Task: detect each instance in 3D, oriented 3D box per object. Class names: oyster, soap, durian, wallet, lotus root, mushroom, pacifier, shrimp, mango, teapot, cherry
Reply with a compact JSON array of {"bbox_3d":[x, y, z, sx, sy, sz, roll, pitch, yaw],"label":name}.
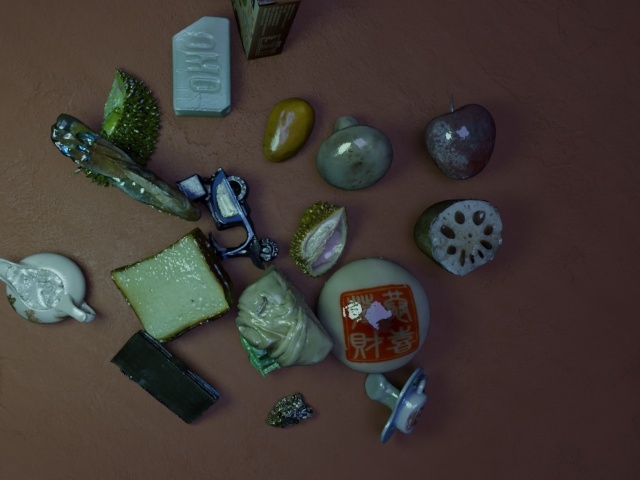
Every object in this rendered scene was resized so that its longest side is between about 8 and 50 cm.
[{"bbox_3d":[-0.106,0.559,1.609,0.148,0.051,0.103,-33,89,0],"label":"oyster"},{"bbox_3d":[-0.363,-0.529,1.537,0.173,0.095,0.289,0,90,-12],"label":"soap"},{"bbox_3d":[-0.011,-0.005,1.594,0.138,0.183,0.249,23,88,26],"label":"durian"},{"bbox_3d":[-0.466,0.415,1.508,0.317,0.044,0.169,42,114,-7],"label":"wallet"},{"bbox_3d":[0.440,-0.022,1.658,0.272,0.192,0.271,-2,97,-20],"label":"lotus root"},{"bbox_3d":[0.104,-0.288,1.595,0.244,0.243,0.243,0,90,-12],"label":"mushroom"},{"bbox_3d":[0.236,0.511,1.639,0.207,0.227,0.278,26,106,22],"label":"pacifier"},{"bbox_3d":[-0.523,-0.179,1.364,0.446,0.221,0.109,33,80,-14],"label":"shrimp"},{"bbox_3d":[-0.107,-0.350,1.585,0.147,0.109,0.227,38,81,-33],"label":"mango"},{"bbox_3d":[-0.593,-0.321,1.503,0.170,0.157,0.355,18,85,25],"label":"durian"},{"bbox_3d":[-0.773,0.142,1.429,0.298,0.139,0.204,29,82,-10],"label":"teapot"},{"bbox_3d":[0.460,-0.340,1.649,0.236,0.213,0.285,-13,102,-3],"label":"cherry"}]

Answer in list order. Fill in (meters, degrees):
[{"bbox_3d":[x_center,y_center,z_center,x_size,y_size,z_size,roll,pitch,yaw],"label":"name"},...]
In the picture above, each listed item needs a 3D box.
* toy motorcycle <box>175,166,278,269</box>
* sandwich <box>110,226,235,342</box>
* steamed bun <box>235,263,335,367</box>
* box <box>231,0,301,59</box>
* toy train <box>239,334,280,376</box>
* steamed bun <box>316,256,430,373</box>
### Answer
[{"bbox_3d":[-0.284,-0.052,1.545,0.213,0.125,0.358,-26,93,-2],"label":"toy motorcycle"},{"bbox_3d":[-0.420,0.140,1.482,0.301,0.099,0.271,-26,101,10],"label":"sandwich"},{"bbox_3d":[-0.126,0.240,1.487,0.206,0.320,0.275,-39,134,-2],"label":"steamed bun"},{"bbox_3d":[-0.180,-0.758,1.428,0.122,0.385,0.344,-14,93,-13],"label":"box"},{"bbox_3d":[-0.189,0.343,1.576,0.099,0.081,0.149,-28,96,-10],"label":"toy train"},{"bbox_3d":[0.177,0.241,1.575,0.375,0.241,0.374,-1,93,-12],"label":"steamed bun"}]
